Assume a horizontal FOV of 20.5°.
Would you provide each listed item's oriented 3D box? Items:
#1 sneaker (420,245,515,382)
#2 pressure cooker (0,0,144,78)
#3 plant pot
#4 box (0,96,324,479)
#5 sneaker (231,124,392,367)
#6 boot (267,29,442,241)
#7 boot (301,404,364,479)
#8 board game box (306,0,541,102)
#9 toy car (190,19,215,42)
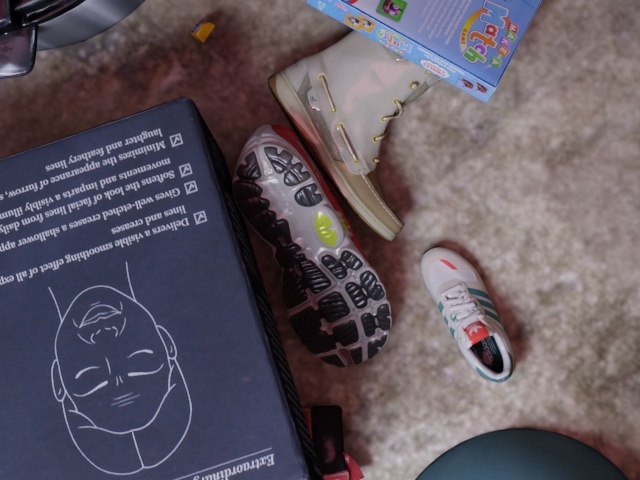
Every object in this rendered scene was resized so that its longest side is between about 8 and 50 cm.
[{"bbox_3d":[0.158,0.078,1.849,0.057,0.075,0.161,-28,92,2],"label":"sneaker"},{"bbox_3d":[-0.311,-0.372,1.667,0.370,0.420,0.375,44,93,-2],"label":"pressure cooker"},{"bbox_3d":[0.212,0.348,1.799,0.290,0.195,0.290,0,92,1],"label":"plant pot"},{"bbox_3d":[-0.193,0.105,1.745,0.294,0.212,0.395,-18,77,2],"label":"box"},{"bbox_3d":[0.000,0.000,1.835,0.107,0.118,0.279,-18,114,12],"label":"sneaker"},{"bbox_3d":[0.066,-0.123,1.844,0.165,0.077,0.213,-34,90,0],"label":"boot"},{"bbox_3d":[-0.048,0.288,1.858,0.176,0.088,0.244,8,89,-1],"label":"boot"},{"bbox_3d":[0.114,-0.256,1.819,0.211,0.039,0.160,29,61,1],"label":"board game box"},{"bbox_3d":[-0.130,-0.273,1.854,0.060,0.040,0.122,20,89,-28],"label":"toy car"}]
